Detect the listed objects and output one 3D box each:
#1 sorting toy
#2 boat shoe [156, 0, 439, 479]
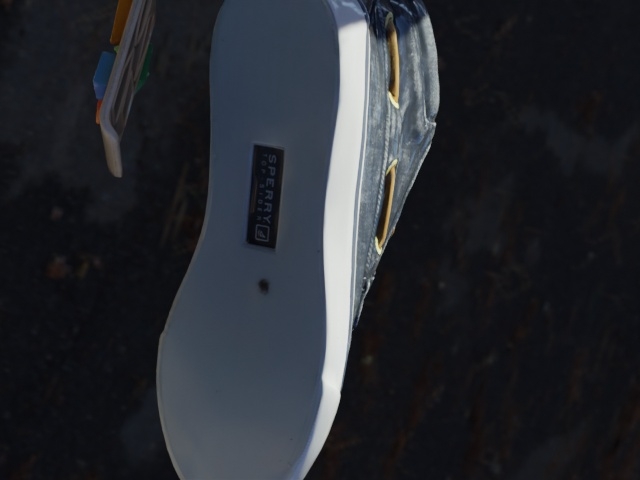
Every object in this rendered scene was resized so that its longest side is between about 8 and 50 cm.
[{"bbox_3d":[-0.062,-0.052,0.463,0.083,0.012,0.062,122,-22,-78],"label":"sorting toy"},{"bbox_3d":[0.000,0.000,0.501,0.083,0.065,0.183,-15,118,-59],"label":"boat shoe"}]
